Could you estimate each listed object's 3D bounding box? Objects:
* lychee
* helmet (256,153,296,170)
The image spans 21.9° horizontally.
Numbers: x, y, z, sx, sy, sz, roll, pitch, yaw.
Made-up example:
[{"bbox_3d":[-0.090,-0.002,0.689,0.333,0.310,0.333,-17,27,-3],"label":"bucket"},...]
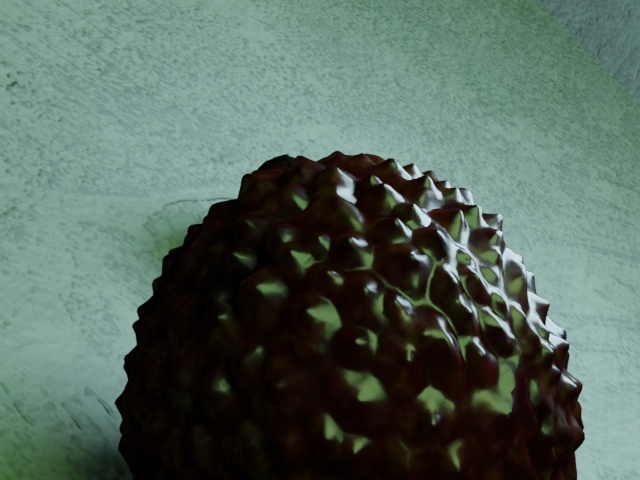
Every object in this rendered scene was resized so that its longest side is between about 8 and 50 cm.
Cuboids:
[{"bbox_3d":[0.030,0.170,1.466,0.424,0.424,0.500,-9,95,-53],"label":"lychee"},{"bbox_3d":[0.000,0.000,1.890,0.189,0.193,0.216,10,27,-35],"label":"helmet"}]
